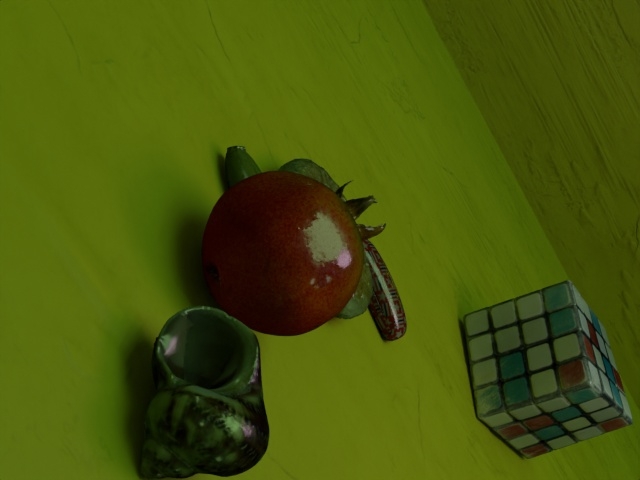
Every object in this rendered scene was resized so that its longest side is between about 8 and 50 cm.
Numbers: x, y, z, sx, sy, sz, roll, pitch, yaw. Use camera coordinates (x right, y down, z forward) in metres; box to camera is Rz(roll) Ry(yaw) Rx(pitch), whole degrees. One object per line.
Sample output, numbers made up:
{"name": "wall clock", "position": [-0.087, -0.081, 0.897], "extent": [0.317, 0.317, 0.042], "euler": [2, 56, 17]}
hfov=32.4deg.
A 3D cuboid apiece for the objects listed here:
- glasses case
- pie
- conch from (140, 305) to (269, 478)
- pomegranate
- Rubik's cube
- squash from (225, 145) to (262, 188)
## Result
{"name": "glasses case", "position": [0.106, 0.082, 1.962], "extent": [0.195, 0.049, 0.073], "euler": [66, 22, -1]}
{"name": "pie", "position": [0.000, 0.000, 1.788], "extent": [0.277, 0.078, 0.277], "euler": [52, 28, -43]}
{"name": "conch", "position": [-0.138, 0.185, 1.243], "extent": [0.187, 0.124, 0.181], "euler": [45, 31, 8]}
{"name": "pomegranate", "position": [-0.033, 0.012, 1.469], "extent": [0.221, 0.256, 0.221], "euler": [52, -21, 30]}
{"name": "Rubik's cube", "position": [0.475, 0.275, 2.325], "extent": [0.253, 0.259, 0.256], "euler": [44, 32, -46]}
{"name": "squash", "position": [-0.094, -0.050, 1.631], "extent": [0.066, 0.066, 0.201], "euler": [6, 60, -65]}
